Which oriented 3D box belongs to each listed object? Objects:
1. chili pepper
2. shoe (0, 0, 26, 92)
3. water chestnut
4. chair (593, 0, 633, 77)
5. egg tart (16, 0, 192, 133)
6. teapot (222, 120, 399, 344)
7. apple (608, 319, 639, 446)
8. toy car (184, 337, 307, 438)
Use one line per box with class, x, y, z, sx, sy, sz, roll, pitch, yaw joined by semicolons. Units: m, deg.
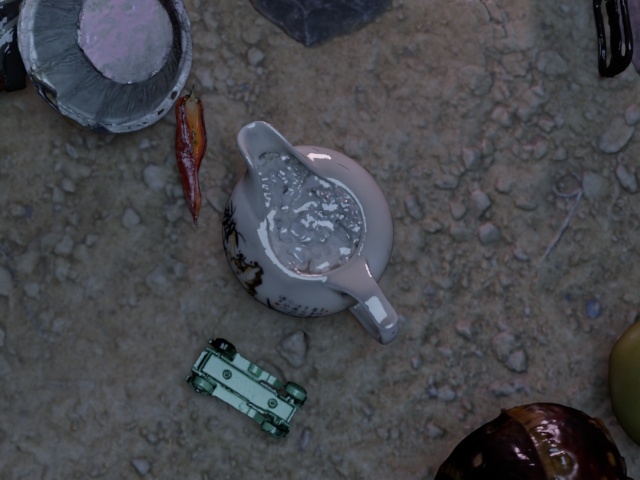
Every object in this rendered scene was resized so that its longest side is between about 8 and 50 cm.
chili pepper;-0.162;-0.106;1.760;0.027;0.045;0.178;-9;82;30
shoe;-0.399;-0.225;1.717;0.112;0.099;0.227;26;78;-11
water chestnut;0.277;0.321;1.627;0.300;0.300;0.300;1;81;-8
chair;0.339;-0.333;1.830;0.113;0.106;0.229;4;80;-8
egg tart;-0.251;-0.245;1.707;0.234;0.094;0.234;4;82;-32
teapot;0.000;0.000;1.712;0.208;0.166;0.300;-36;78;-23
apple;0.442;0.174;1.727;0.200;0.200;0.200;1;81;-8
toy car;-0.089;0.180;1.719;0.143;0.054;0.073;31;77;-4
